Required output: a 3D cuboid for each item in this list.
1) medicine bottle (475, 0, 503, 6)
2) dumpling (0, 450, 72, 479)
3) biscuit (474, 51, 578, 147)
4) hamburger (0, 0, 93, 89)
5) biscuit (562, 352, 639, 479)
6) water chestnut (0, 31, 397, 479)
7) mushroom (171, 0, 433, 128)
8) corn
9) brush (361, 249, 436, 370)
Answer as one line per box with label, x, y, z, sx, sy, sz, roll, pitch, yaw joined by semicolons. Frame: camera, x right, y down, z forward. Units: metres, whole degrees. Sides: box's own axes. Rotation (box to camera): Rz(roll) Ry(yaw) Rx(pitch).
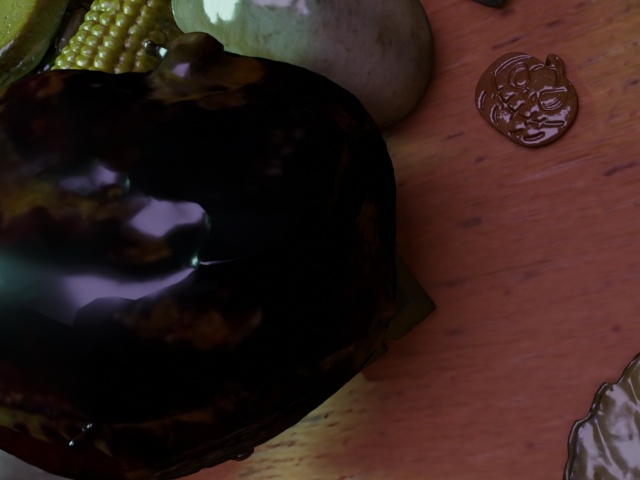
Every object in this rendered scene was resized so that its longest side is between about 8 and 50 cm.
medicine bottle;0.158;-0.252;0.608;0.047;0.047;0.083;32;96;29
dumpling;-0.289;0.163;0.694;0.341;0.181;0.260;-35;76;-5
biscuit;0.176;-0.123;0.590;0.091;0.015;0.078;42;101;28
hamburger;-0.349;-0.228;0.818;0.215;0.122;0.189;-32;47;14
biscuit;0.271;0.158;0.470;0.273;0.036;0.187;-41;64;16
water chestnut;-0.104;0.036;0.519;0.334;0.347;0.335;-2;41;1
mushroom;-0.038;-0.191;0.620;0.253;0.189;0.195;34;94;31
corn;-0.239;-0.133;0.749;0.130;0.130;0.347;26;90;30
brush;0.000;0.000;0.642;0.103;0.047;0.233;-42;59;18
